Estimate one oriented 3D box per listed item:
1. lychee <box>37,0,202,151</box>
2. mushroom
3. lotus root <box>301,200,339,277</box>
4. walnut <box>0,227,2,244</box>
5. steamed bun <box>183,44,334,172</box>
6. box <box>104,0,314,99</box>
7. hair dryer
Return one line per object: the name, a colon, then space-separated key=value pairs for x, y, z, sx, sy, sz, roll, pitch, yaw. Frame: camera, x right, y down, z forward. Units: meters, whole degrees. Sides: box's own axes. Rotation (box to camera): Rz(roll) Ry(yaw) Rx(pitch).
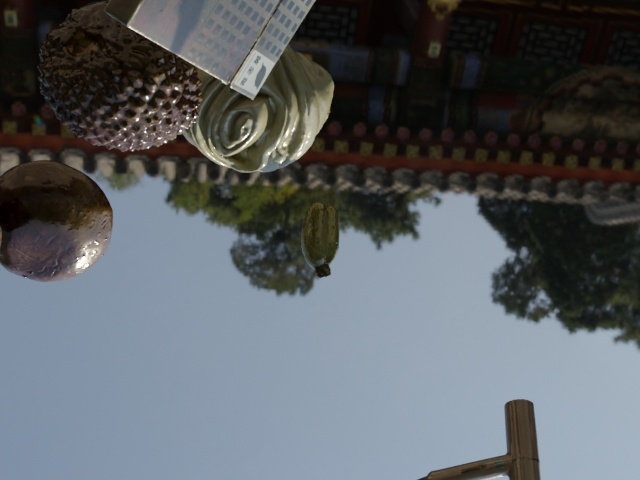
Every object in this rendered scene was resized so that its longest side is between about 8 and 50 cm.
lychee: x=-0.333 y=-0.269 z=1.468 sx=0.267 sy=0.267 sz=0.267 roll=6 pitch=-147 yaw=-4
mushroom: x=-0.695 y=-0.038 z=2.208 sx=0.345 sy=0.345 sz=0.239 roll=-1 pitch=-117 yaw=-14
lotus root: x=-0.001 y=0.000 z=1.979 sx=0.090 sy=0.077 sz=0.183 roll=10 pitch=-109 yaw=-31
walnut: x=-0.831 y=0.022 z=1.911 sx=0.227 sy=0.273 sz=0.273 roll=-5 pitch=-146 yaw=-2
steamed bun: x=-0.142 y=-0.257 z=1.791 sx=0.324 sy=0.310 sz=0.219 roll=36 pitch=-147 yaw=-40
box: x=-0.120 y=-0.301 z=1.084 sx=0.047 sy=0.180 sz=0.325 roll=36 pitch=-172 yaw=21
hair dryer: x=0.252 y=0.366 z=1.434 sx=0.220 sy=0.053 sz=0.195 roll=-5 pitch=-126 yaw=15
